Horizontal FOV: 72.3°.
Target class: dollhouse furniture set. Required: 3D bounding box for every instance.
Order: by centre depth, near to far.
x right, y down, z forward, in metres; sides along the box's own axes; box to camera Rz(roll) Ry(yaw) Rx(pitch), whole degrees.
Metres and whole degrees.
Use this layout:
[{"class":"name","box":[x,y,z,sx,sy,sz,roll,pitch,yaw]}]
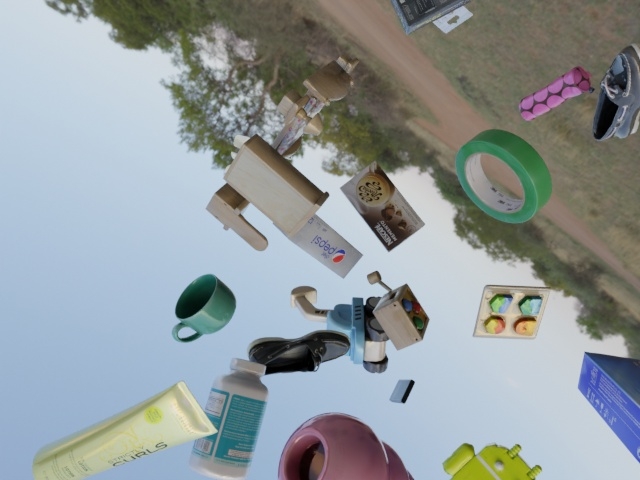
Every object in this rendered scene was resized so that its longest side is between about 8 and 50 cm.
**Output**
[{"class":"dollhouse furniture set","box":[-0.027,-0.177,0.921,0.174,0.303,0.355,42,-135,-5]}]

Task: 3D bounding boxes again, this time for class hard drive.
[{"class":"hard drive","box":[0.319,0.590,1.714,0.022,0.094,0.135,33,159,0]}]

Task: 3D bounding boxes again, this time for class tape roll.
[{"class":"tape roll","box":[0.594,-0.208,1.446,0.321,0.077,0.321,49,166,17]}]

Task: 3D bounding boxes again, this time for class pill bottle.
[{"class":"pill bottle","box":[-0.212,0.429,1.074,0.146,0.264,0.146,13,160,5]}]

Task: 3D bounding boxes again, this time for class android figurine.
[{"class":"android figurine","box":[0.441,0.644,1.127,0.248,0.273,0.056,48,-171,27]}]

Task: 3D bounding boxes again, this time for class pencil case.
[{"class":"pencil case","box":[0.743,-0.463,1.393,0.095,0.098,0.209,53,153,-8]}]

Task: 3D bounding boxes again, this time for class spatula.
[{"class":"spatula","box":[-0.238,-0.306,1.725,0.242,0.168,0.019,15,-158,-21]}]

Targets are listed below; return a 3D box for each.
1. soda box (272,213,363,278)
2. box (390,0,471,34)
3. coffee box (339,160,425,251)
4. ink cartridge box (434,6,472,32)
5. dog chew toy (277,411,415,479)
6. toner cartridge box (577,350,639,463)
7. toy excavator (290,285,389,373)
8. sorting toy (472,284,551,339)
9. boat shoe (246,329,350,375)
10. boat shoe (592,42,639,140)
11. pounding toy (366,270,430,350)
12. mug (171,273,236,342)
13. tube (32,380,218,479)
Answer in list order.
[{"class":"soda box","box":[0.000,0.000,1.223,0.091,0.098,0.286,42,-177,42]},{"class":"box","box":[0.237,-0.635,1.020,0.233,0.183,0.059,63,-171,-2]},{"class":"coffee box","box":[0.227,-0.120,1.619,0.297,0.168,0.119,54,-175,6]},{"class":"ink cartridge box","box":[0.319,-0.654,1.175,0.179,0.045,0.145,34,178,-14]},{"class":"dog chew toy","box":[0.074,0.464,0.836,0.332,0.206,0.207,42,-167,-34]},{"class":"toner cartridge box","box":[0.517,0.267,0.612,0.165,0.075,0.348,6,-171,9]},{"class":"toy excavator","box":[0.072,0.348,1.923,0.445,0.222,0.433,4,-152,1]},{"class":"sorting toy","box":[0.568,0.221,1.304,0.192,0.208,0.038,2,-150,0]},{"class":"boat shoe","box":[-0.052,0.359,1.360,0.340,0.127,0.113,5,-155,-22]},{"class":"boat shoe","box":[0.758,-0.355,1.122,0.335,0.095,0.112,34,-139,-54]},{"class":"pounding toy","box":[0.219,0.166,1.235,0.206,0.094,0.181,57,-152,-2]},{"class":"mug","box":[-0.277,0.167,1.054,0.097,0.157,0.129,49,-172,-36]},{"class":"tube","box":[-0.266,0.264,0.589,0.070,0.240,0.062,57,-168,-59]}]
